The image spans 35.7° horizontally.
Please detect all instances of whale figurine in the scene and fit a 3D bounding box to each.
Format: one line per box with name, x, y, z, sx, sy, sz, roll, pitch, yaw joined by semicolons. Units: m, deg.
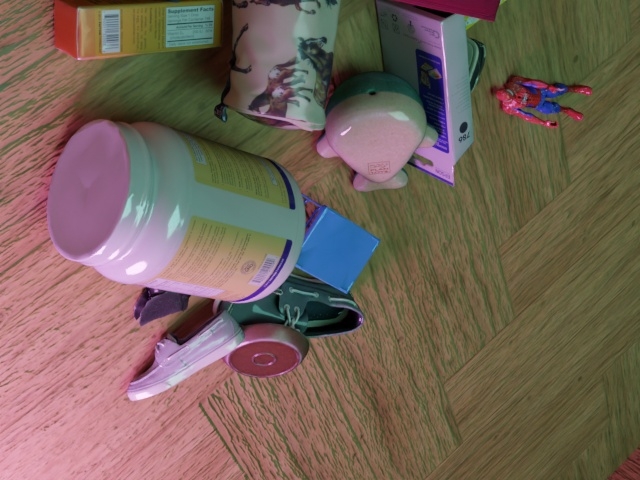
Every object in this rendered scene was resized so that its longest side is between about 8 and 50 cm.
whale figurine;0.099;-0.193;1.768;0.216;0.141;0.272;-7;150;5

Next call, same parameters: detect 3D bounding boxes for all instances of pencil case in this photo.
pencil case;-0.057;-0.370;1.441;0.160;0.183;0.410;-9;109;-50

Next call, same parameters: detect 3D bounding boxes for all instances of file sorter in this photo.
file sorter;0.000;0.000;1.804;0.170;0.104;0.118;30;92;-47

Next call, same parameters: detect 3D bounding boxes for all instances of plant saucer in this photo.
plant saucer;-0.103;0.208;1.821;0.168;0.029;0.168;-3;143;-3

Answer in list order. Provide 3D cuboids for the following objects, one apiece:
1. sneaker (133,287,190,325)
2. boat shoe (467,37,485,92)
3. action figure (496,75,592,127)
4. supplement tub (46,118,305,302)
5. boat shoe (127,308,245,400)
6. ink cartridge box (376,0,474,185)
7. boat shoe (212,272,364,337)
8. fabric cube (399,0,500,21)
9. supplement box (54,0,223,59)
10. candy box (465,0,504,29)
sneaker;-0.237;0.079;1.683;0.170;0.051;0.089;-20;127;-26
boat shoe;0.247;-0.272;1.881;0.079;0.084;0.233;-20;136;-63
action figure;0.482;-0.283;2.046;0.280;0.139;0.091;-2;114;-38
supplement tub;-0.212;-0.042;1.491;0.331;0.241;0.241;15;104;-45
boat shoe;-0.245;0.195;1.728;0.227;0.079;0.081;-30;98;-5
ink cartridge box;0.190;-0.270;1.766;0.065;0.165;0.332;-32;133;-27
boat shoe;-0.050;0.127;1.839;0.319;0.099;0.116;5;114;-42
fabric cube;0.145;-0.507;1.514;0.254;0.259;0.258;0;115;-43
supplement box;-0.255;-0.308;1.412;0.233;0.078;0.080;-12;118;-38
candy box;0.265;-0.443;1.829;0.206;0.027;0.105;-38;132;-19
